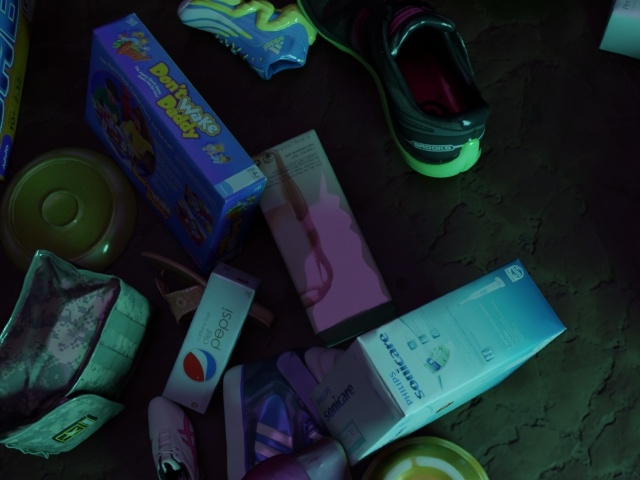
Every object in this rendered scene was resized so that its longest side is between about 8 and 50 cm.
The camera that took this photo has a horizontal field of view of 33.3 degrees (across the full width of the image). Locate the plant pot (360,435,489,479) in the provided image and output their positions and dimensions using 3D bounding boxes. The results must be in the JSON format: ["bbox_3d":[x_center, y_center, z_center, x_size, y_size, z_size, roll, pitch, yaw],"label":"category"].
[{"bbox_3d":[0.148,0.376,1.515,0.205,0.188,0.205,-1,75,6],"label":"plant pot"}]

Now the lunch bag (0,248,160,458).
[{"bbox_3d":[-0.377,0.187,1.595,0.169,0.235,0.287,20,78,11],"label":"lunch bag"}]

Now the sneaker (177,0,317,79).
[{"bbox_3d":[-0.126,-0.338,1.783,0.240,0.091,0.126,5,76,6],"label":"sneaker"}]

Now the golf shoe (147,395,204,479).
[{"bbox_3d":[-0.220,0.320,1.623,0.067,0.086,0.186,-22,73,1],"label":"golf shoe"}]

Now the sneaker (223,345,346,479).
[{"bbox_3d":[-0.010,0.313,1.578,0.236,0.130,0.323,-11,69,7],"label":"sneaker"}]

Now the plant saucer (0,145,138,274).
[{"bbox_3d":[-0.423,-0.047,1.766,0.241,0.037,0.241,-2,75,6],"label":"plant saucer"}]

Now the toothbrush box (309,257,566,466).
[{"bbox_3d":[0.159,0.171,1.499,0.295,0.216,0.126,-22,71,-30],"label":"toothbrush box"}]

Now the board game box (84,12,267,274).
[{"bbox_3d":[-0.235,-0.145,1.665,0.078,0.233,0.347,-30,73,-28],"label":"board game box"}]

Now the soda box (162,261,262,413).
[{"bbox_3d":[-0.164,0.147,1.623,0.074,0.069,0.216,23,103,1],"label":"soda box"}]

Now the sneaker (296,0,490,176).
[{"bbox_3d":[0.124,-0.334,1.682,0.185,0.202,0.483,-29,77,-23],"label":"sneaker"}]

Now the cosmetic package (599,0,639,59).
[{"bbox_3d":[0.589,-0.398,1.700,0.225,0.138,0.224,17,78,12],"label":"cosmetic package"}]

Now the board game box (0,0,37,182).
[{"bbox_3d":[-0.704,-0.320,1.702,0.356,0.356,0.356,3,76,7],"label":"board game box"}]

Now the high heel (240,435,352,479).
[{"bbox_3d":[-0.014,0.471,1.475,0.181,0.127,0.377,-19,94,-38],"label":"high heel"}]

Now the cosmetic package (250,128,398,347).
[{"bbox_3d":[0.000,0.000,1.651,0.129,0.153,0.296,-25,73,0],"label":"cosmetic package"}]

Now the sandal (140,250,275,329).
[{"bbox_3d":[-0.194,0.100,1.676,0.240,0.088,0.079,25,73,7],"label":"sandal"}]
